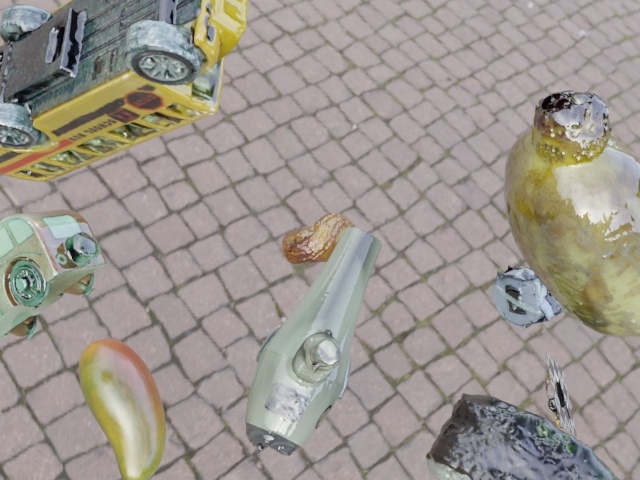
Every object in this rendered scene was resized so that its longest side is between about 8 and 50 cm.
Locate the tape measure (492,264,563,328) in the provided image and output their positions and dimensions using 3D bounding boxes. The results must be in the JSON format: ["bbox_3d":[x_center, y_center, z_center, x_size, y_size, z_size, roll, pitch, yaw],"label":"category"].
[{"bbox_3d":[0.290,0.079,1.049,0.054,0.094,0.091,-28,103,-33],"label":"tape measure"}]

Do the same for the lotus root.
[{"bbox_3d":[0.264,-0.020,0.719,0.309,0.173,0.173,45,43,-37],"label":"lotus root"}]

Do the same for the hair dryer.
[{"bbox_3d":[0.009,0.063,0.660,0.088,0.225,0.219,24,53,-1],"label":"hair dryer"}]

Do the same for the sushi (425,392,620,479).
[{"bbox_3d":[0.245,0.278,0.893,0.225,0.124,0.127,28,67,25],"label":"sushi"}]

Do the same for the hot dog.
[{"bbox_3d":[0.002,0.001,1.119,0.147,0.099,0.065,-6,73,-63],"label":"hot dog"}]

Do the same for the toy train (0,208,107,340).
[{"bbox_3d":[-0.474,0.058,1.156,0.159,0.326,0.129,60,25,5],"label":"toy train"}]

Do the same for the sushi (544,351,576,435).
[{"bbox_3d":[0.383,0.256,1.220,0.126,0.026,0.120,37,43,-53],"label":"sushi"}]

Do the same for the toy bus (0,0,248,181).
[{"bbox_3d":[-0.183,-0.142,0.624,0.123,0.335,0.121,24,62,-47],"label":"toy bus"}]

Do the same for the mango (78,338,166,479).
[{"bbox_3d":[-0.383,0.328,1.472,0.129,0.146,0.289,-24,86,9],"label":"mango"}]
